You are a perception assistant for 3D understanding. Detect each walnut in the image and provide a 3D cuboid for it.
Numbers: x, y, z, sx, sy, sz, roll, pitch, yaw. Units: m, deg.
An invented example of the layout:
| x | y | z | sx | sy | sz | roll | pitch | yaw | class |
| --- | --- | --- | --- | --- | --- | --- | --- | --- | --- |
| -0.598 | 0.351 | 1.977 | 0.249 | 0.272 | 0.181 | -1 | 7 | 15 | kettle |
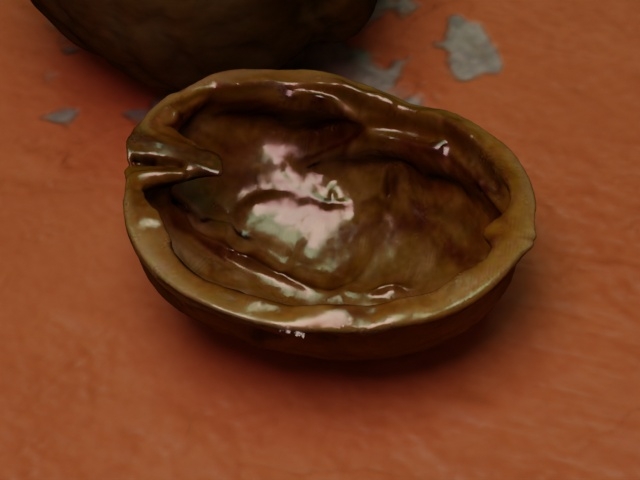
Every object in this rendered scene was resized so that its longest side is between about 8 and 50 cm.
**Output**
| x | y | z | sx | sy | sz | roll | pitch | yaw | class |
| --- | --- | --- | --- | --- | --- | --- | --- | --- | --- |
| -0.070 | -0.210 | 0.942 | 0.227 | 0.283 | 0.283 | -42 | 58 | -10 | walnut |
| 0.002 | 0.002 | 0.885 | 0.211 | 0.087 | 0.167 | 17 | 49 | 16 | walnut |
